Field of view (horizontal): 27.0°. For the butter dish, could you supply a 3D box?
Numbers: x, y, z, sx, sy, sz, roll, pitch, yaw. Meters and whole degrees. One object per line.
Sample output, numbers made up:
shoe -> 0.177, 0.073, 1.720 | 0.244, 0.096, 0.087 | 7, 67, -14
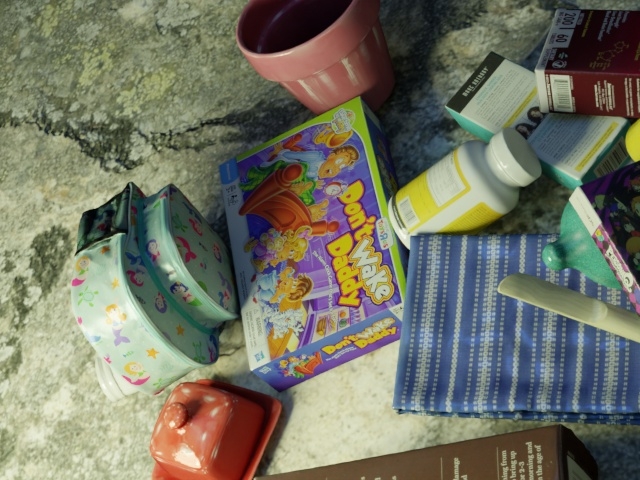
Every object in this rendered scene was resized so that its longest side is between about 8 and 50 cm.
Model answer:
butter dish -> -0.157, 0.243, 1.708 | 0.160, 0.118, 0.160 | 10, 67, 37

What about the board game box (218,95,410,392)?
board game box -> 0.000, 0.000, 1.786 | 0.233, 0.078, 0.347 | -25, 51, 17

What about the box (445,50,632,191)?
box -> 0.282, -0.149, 1.709 | 0.100, 0.060, 0.244 | -50, 48, -4

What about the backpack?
backpack -> -0.218, 0.067, 1.768 | 0.191, 0.225, 0.253 | -25, 34, 21

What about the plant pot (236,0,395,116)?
plant pot -> 0.010, -0.267, 1.865 | 0.201, 0.180, 0.201 | -20, 42, 19

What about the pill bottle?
pill bottle -> 0.181, -0.060, 1.664 | 0.184, 0.103, 0.103 | -36, 47, 29

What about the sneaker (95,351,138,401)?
sneaker -> -0.279, 0.125, 1.901 | 0.094, 0.080, 0.212 | -23, 58, 5

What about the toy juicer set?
toy juicer set -> 0.366, 0.013, 1.494 | 0.209, 0.089, 0.329 | 39, 68, 10

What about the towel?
towel -> 0.255, 0.094, 1.541 | 0.336, 0.040, 0.243 | -1, 60, 17

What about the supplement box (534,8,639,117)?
supplement box -> 0.394, -0.215, 1.621 | 0.239, 0.073, 0.130 | 6, 48, 22

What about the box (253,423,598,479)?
box -> 0.113, 0.340, 1.462 | 0.381, 0.143, 0.191 | -13, 56, 24

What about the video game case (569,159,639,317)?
video game case -> 0.419, -0.007, 1.436 | 0.232, 0.042, 0.210 | -22, 70, -15
